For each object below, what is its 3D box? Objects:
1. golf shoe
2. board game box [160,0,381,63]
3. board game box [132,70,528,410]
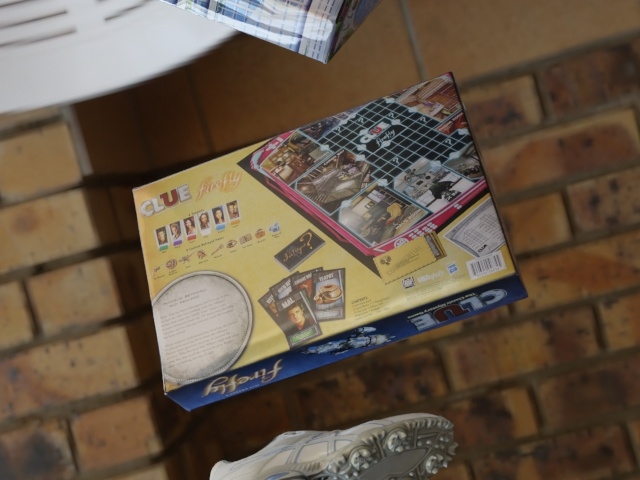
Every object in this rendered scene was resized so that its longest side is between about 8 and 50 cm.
[{"bbox_3d":[0.005,0.149,0.892,0.176,0.069,0.086,-17,-149,-17],"label":"golf shoe"},{"bbox_3d":[0.000,-0.168,0.650,0.194,0.060,0.194,21,-141,11],"label":"board game box"},{"bbox_3d":[0.000,0.000,0.877,0.243,0.165,0.042,-19,150,10],"label":"board game box"}]
